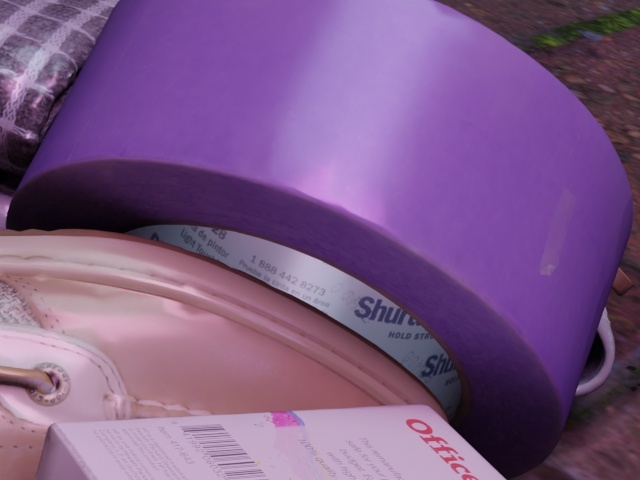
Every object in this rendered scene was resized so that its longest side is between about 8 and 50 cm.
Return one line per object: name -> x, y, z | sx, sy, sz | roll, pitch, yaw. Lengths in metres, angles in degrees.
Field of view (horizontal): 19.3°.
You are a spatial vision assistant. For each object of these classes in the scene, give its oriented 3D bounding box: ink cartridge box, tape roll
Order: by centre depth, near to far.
ink cartridge box -> -0.001, 0.106, 0.501 | 0.143, 0.090, 0.092 | 1, 28, -35
tape roll -> 0.000, 0.000, 0.611 | 0.189, 0.189, 0.080 | 21, 63, 6

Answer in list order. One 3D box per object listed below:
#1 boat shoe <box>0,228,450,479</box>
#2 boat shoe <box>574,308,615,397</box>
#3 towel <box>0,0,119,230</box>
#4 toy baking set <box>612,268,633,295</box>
boat shoe -> -0.109, 0.051, 0.555 | 0.302, 0.109, 0.098 | 17, 58, -14
boat shoe -> 0.028, -0.013, 0.740 | 0.227, 0.079, 0.081 | 34, 6, -16
towel -> -0.168, -0.106, 0.824 | 0.235, 0.121, 0.284 | 23, 23, 8
toy baking set -> 0.067, -0.071, 0.866 | 0.256, 0.030, 0.197 | 45, 6, -15
